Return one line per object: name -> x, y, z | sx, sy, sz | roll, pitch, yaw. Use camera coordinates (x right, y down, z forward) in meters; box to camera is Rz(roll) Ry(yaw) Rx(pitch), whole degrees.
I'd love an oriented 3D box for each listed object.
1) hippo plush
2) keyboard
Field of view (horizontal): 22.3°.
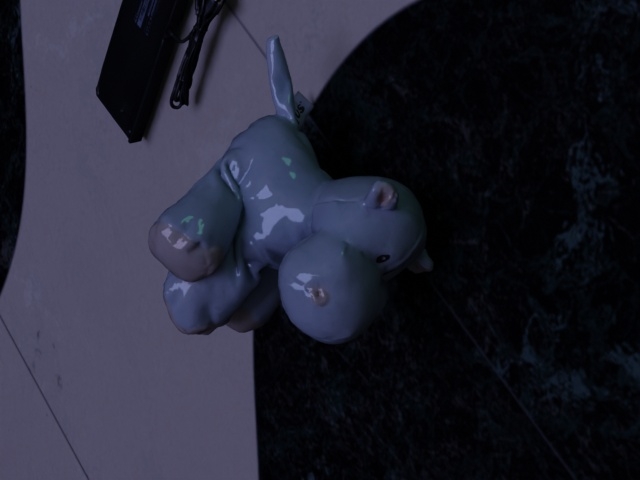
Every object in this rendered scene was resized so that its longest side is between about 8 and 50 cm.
hippo plush -> 0.000, 0.000, 1.652 | 0.236, 0.234, 0.294 | 22, 69, 28
keyboard -> -0.180, -0.257, 1.921 | 0.201, 0.033, 0.317 | 51, 131, 41
